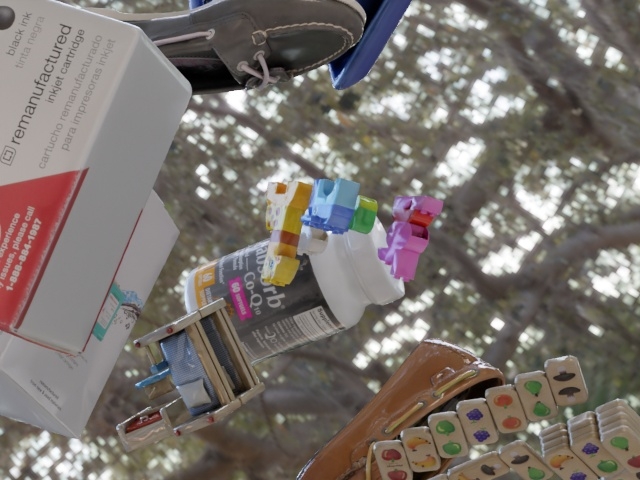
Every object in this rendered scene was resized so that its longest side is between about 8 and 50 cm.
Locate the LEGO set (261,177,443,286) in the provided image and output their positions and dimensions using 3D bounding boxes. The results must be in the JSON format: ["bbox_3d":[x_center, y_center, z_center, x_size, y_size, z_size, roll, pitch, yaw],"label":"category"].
[{"bbox_3d":[0.000,0.000,1.095,0.087,0.227,0.093,16,-97,-28],"label":"LEGO set"}]

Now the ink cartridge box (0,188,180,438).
[{"bbox_3d":[-0.316,0.033,1.324,0.197,0.198,0.270,64,-136,-56],"label":"ink cartridge box"}]

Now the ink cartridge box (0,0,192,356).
[{"bbox_3d":[-0.252,-0.068,0.792,0.114,0.273,0.197,48,-118,-73],"label":"ink cartridge box"}]

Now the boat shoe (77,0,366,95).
[{"bbox_3d":[-0.121,-0.169,1.179,0.112,0.335,0.095,52,-140,-63],"label":"boat shoe"}]

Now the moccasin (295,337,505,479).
[{"bbox_3d":[0.083,0.290,1.483,0.380,0.147,0.139,-44,-53,-19],"label":"moccasin"}]

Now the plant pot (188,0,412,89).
[{"bbox_3d":[-0.011,-0.324,1.391,0.212,0.236,0.236,16,-51,-21],"label":"plant pot"}]

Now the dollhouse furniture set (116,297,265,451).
[{"bbox_3d":[-0.195,0.176,1.534,0.184,0.129,0.129,-25,0,27],"label":"dollhouse furniture set"}]

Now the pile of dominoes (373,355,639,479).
[{"bbox_3d":[0.181,0.217,1.149,0.251,0.040,0.196,-30,-56,27],"label":"pile of dominoes"}]

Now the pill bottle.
[{"bbox_3d":[-0.035,0.067,1.726,0.278,0.162,0.162,-23,-38,13],"label":"pill bottle"}]
